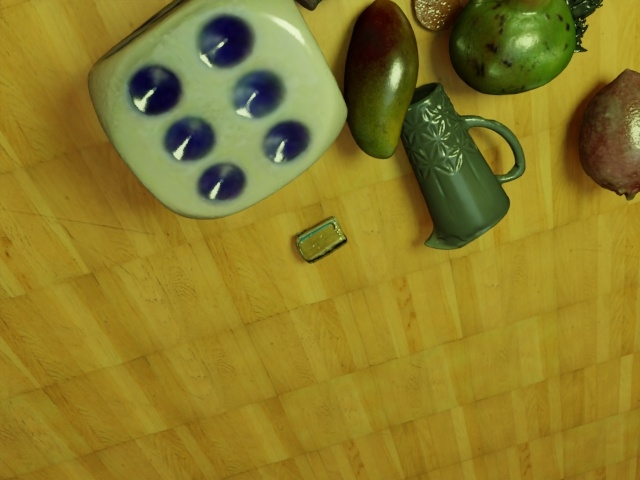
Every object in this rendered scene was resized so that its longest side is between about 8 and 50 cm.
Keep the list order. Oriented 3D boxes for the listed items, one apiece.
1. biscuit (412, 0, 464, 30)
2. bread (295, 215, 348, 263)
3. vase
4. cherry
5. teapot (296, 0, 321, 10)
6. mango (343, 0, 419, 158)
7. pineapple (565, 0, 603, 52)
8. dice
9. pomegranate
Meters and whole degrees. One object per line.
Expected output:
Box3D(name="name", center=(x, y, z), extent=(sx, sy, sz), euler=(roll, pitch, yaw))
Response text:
Box3D(name="biscuit", center=(0.206, -0.433, 0.907), extent=(0.102, 0.019, 0.130), euler=(-12, 121, -2))
Box3D(name="bread", center=(0.000, 0.000, 1.109), extent=(0.106, 0.053, 0.072), euler=(-29, 97, 5))
Box3D(name="vase", center=(0.256, -0.154, 1.012), extent=(0.251, 0.156, 0.301), euler=(-28, 114, 11))
Box3D(name="cherry", center=(0.597, -0.211, 1.012), extent=(0.192, 0.175, 0.249), euler=(-26, 120, -5))
Box3D(name="teapot", center=(-0.001, -0.438, 0.803), extent=(0.146, 0.116, 0.148), euler=(-42, 112, 0))
Box3D(name="mango", center=(0.103, -0.274, 0.896), extent=(0.133, 0.111, 0.267), euler=(9, 103, 32))
Box3D(name="pineapple", center=(0.448, -0.422, 0.910), extent=(0.119, 0.111, 0.237), euler=(28, 126, 11))
Box3D(name="dice", center=(-0.147, -0.232, 0.800), extent=(0.304, 0.304, 0.277), euler=(-28, 120, 7))
Box3D(name="pomegranate", center=(0.307, -0.331, 0.851), extent=(0.159, 0.241, 0.190), euler=(-27, 93, -12))
